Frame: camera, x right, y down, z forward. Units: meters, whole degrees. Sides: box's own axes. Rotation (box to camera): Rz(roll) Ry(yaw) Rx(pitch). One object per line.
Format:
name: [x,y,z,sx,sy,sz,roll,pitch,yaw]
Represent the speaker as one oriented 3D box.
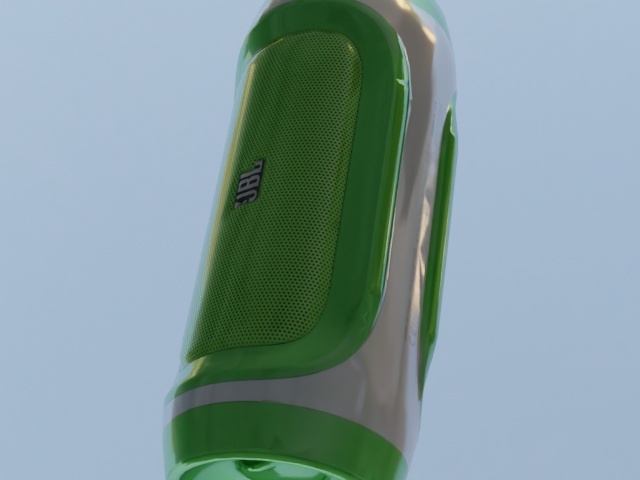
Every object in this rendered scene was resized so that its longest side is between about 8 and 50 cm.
speaker: [0.000,0.000,0.770,0.131,0.131,0.296,-1,-124,15]
